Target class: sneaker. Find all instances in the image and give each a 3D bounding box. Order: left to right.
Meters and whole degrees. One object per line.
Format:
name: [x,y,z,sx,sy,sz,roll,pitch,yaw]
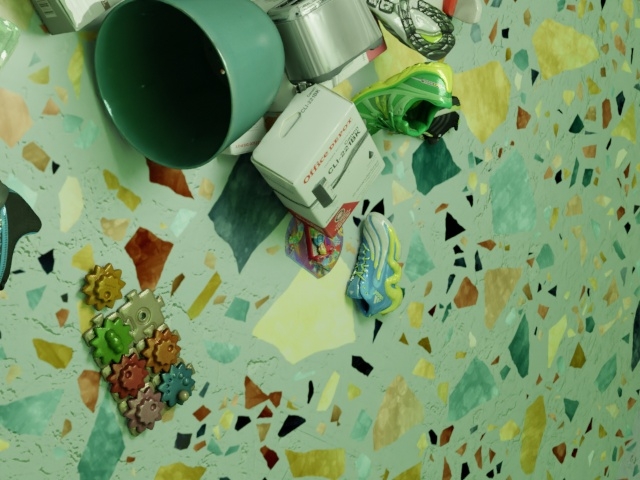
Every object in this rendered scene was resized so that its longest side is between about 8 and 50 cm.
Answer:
sneaker: [-0.552,0.065,1.544,0.139,0.125,0.341,43,68,-41]
sneaker: [0.114,0.064,2.203,0.126,0.091,0.240,-29,117,-36]
sneaker: [0.131,-0.469,1.969,0.111,0.121,0.300,-46,108,-5]
sneaker: [0.153,-0.264,2.058,0.109,0.295,0.124,5,70,-38]
sneaker: [0.249,-0.260,2.285,0.234,0.084,0.097,-24,114,-39]

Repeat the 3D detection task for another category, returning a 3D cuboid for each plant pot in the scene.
plant pot: [-0.200,-0.299,1.727,0.235,0.293,0.293,-38,122,-49]

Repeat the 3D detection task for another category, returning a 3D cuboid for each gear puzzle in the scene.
gear puzzle: [-0.330,0.184,1.828,0.175,0.044,0.339,-38,121,-33]

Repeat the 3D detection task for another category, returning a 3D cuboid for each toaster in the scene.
toaster: [-0.001,-0.382,1.835,0.227,0.129,0.146,-38,116,-29]

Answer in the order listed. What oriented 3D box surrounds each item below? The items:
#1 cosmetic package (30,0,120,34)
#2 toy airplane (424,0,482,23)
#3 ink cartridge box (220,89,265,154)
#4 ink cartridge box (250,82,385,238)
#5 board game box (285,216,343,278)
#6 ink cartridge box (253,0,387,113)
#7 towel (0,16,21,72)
cosmetic package: [-0.368,-0.452,1.655,0.238,0.107,0.127,-45,121,-26]
toy airplane: [0.335,-0.661,2.174,0.384,0.272,0.386,49,64,-38]
ink cartridge box: [-0.156,-0.230,1.925,0.088,0.052,0.123,-16,106,-41]
ink cartridge box: [0.001,-0.153,1.954,0.197,0.114,0.273,-54,153,-8]
board game box: [0.000,0.000,2.124,0.168,0.033,0.133,39,70,-40]
ink cartridge box: [-0.022,-0.402,1.981,0.283,0.117,0.207,-40,122,-32]
towel: [-0.612,-0.233,1.500,0.248,0.038,0.325,31,76,-41]
